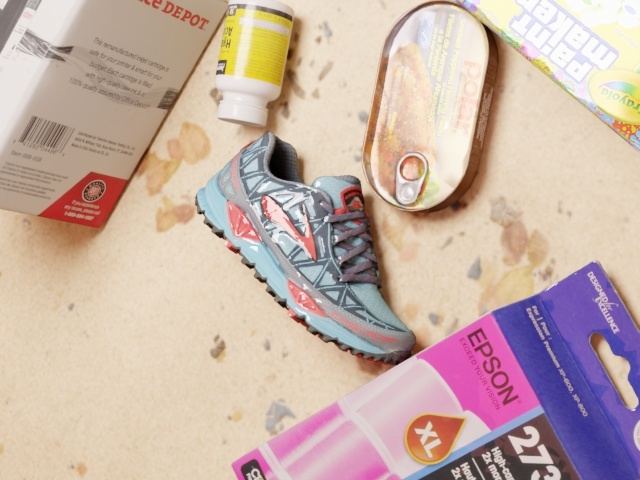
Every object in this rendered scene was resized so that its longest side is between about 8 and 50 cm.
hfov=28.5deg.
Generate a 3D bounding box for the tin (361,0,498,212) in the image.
[{"bbox_3d":[0.099,-0.117,1.121,0.106,0.040,0.190,12,90,33],"label":"tin"}]

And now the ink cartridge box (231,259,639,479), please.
[{"bbox_3d":[0.112,0.181,1.058,0.371,0.069,0.176,-32,76,20],"label":"ink cartridge box"}]

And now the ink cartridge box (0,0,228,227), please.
[{"bbox_3d":[-0.240,-0.164,1.220,0.114,0.197,0.273,38,101,27],"label":"ink cartridge box"}]

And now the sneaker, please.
[{"bbox_3d":[0.000,0.000,1.123,0.262,0.104,0.125,44,101,23],"label":"sneaker"}]

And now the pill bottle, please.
[{"bbox_3d":[-0.065,-0.169,1.200,0.065,0.065,0.116,9,88,29],"label":"pill bottle"}]

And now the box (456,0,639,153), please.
[{"bbox_3d":[0.253,-0.246,0.969,0.290,0.177,0.279,46,106,24],"label":"box"}]
